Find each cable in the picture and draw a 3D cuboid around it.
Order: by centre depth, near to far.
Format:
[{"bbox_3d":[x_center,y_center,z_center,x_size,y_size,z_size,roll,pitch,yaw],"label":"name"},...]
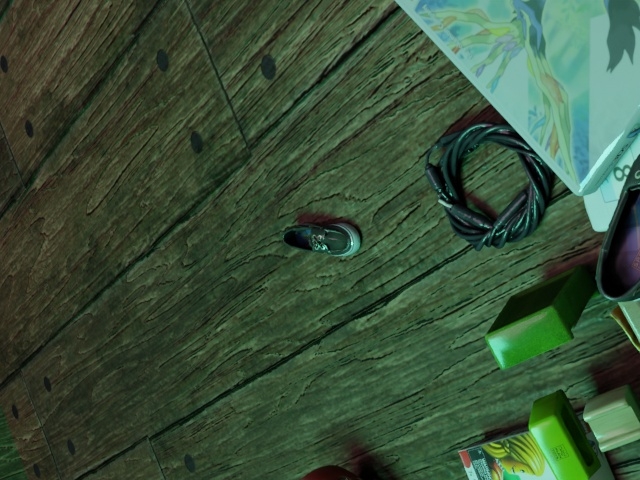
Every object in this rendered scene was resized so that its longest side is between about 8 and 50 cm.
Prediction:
[{"bbox_3d":[0.199,-0.064,1.309,0.184,0.047,0.150,-13,92,52],"label":"cable"}]

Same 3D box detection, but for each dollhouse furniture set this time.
[{"bbox_3d":[0.356,0.105,1.156,0.301,0.151,0.197,-28,91,27],"label":"dollhouse furniture set"}]

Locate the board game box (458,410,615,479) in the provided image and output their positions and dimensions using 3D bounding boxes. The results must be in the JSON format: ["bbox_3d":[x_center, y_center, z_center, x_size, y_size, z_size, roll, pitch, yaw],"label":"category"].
[{"bbox_3d":[0.297,0.372,1.333,0.193,0.053,0.305,-32,77,51],"label":"board game box"}]

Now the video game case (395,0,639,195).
[{"bbox_3d":[0.226,-0.259,1.070,0.329,0.036,0.300,52,136,26],"label":"video game case"}]

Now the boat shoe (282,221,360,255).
[{"bbox_3d":[0.000,0.000,1.589,0.142,0.040,0.049,4,106,51],"label":"boat shoe"}]

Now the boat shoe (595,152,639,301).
[{"bbox_3d":[0.308,-0.043,1.009,0.080,0.076,0.228,33,116,25],"label":"boat shoe"}]

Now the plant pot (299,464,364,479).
[{"bbox_3d":[0.043,0.442,1.576,0.174,0.191,0.191,25,121,37],"label":"plant pot"}]

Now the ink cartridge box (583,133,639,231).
[{"bbox_3d":[0.374,-0.192,1.007,0.385,0.091,0.308,-16,90,54],"label":"ink cartridge box"}]
